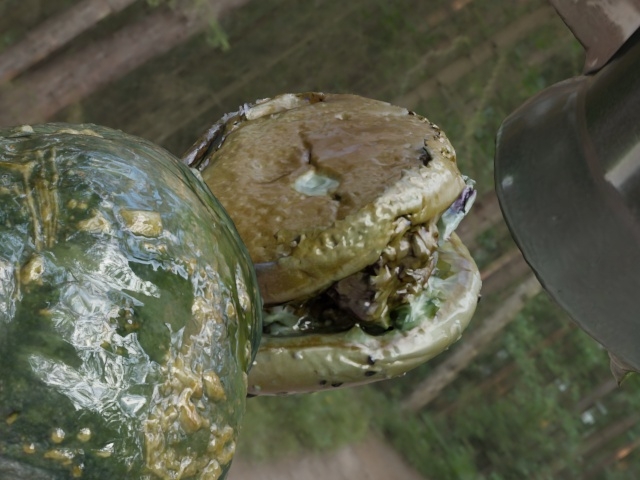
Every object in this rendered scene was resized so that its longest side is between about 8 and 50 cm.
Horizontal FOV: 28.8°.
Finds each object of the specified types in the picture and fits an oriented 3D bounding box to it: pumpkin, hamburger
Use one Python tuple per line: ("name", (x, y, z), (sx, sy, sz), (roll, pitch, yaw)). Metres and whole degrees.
("pumpkin", (-0.164, 0.068, 0.780), (0.257, 0.291, 0.328), (24, -3, -8))
("hamburger", (0.000, 0.000, 1.095), (0.277, 0.318, 0.195), (8, -58, 26))

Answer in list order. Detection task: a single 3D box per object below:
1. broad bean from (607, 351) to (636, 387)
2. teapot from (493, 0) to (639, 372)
("broad bean", (0.292, 0.044, 1.069), (0.325, 0.067, 0.075), (94, -17, -55))
("teapot", (0.244, -0.115, 0.572), (0.253, 0.344, 0.300), (-9, 61, -43))
